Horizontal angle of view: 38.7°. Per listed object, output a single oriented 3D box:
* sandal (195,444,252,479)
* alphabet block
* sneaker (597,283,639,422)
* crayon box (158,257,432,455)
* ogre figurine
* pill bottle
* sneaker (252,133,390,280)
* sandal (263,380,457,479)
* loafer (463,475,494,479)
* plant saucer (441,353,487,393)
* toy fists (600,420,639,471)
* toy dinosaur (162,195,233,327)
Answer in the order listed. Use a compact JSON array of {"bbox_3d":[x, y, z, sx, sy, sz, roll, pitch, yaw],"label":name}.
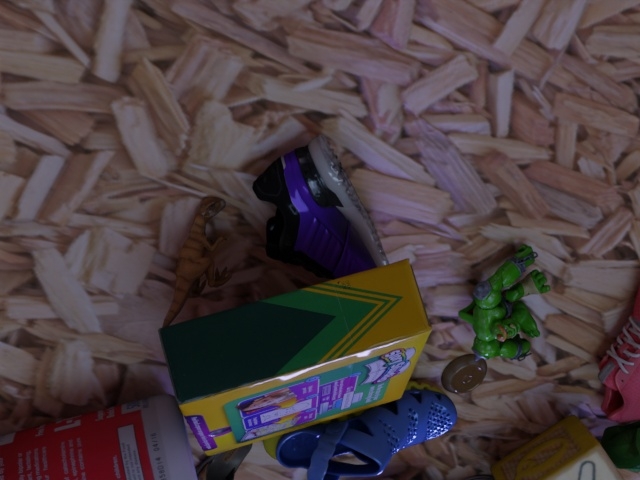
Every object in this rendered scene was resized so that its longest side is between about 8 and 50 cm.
[{"bbox_3d":[-0.164,0.380,1.456,0.072,0.049,0.180,23,111,-29],"label":"sandal"},{"bbox_3d":[0.435,0.452,1.577,0.192,0.193,0.197,-34,93,3],"label":"alphabet block"},{"bbox_3d":[0.543,0.201,1.546,0.136,0.116,0.314,-15,125,-8],"label":"sneaker"},{"bbox_3d":[-0.032,0.170,1.226,0.312,0.106,0.363,-16,159,-8],"label":"crayon box"},{"bbox_3d":[0.286,0.114,1.421,0.118,0.097,0.197,-21,143,-27],"label":"ogre figurine"},{"bbox_3d":[-0.374,0.371,1.268,0.407,0.229,0.229,-13,124,-11],"label":"pill bottle"},{"bbox_3d":[0.000,-0.001,1.250,0.146,0.102,0.293,-25,123,6],"label":"sneaker"},{"bbox_3d":[0.076,0.323,1.451,0.317,0.138,0.126,-14,123,-12],"label":"sandal"},{"bbox_3d":[0.314,0.463,1.679,0.125,0.039,0.045,7,119,-23],"label":"loafer"},{"bbox_3d":[0.243,0.227,1.520,0.083,0.015,0.084,-9,124,-14],"label":"plant saucer"},{"bbox_3d":[0.649,0.369,1.680,0.279,0.096,0.142,-3,157,-18],"label":"toy fists"},{"bbox_3d":[-0.173,0.045,1.198,0.064,0.212,0.112,3,155,24],"label":"toy dinosaur"}]
